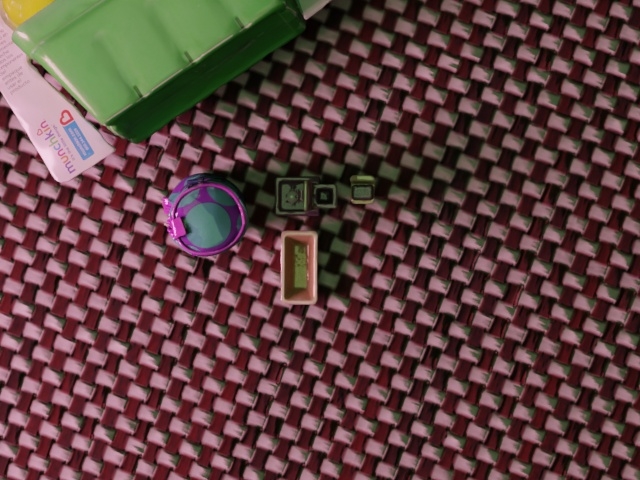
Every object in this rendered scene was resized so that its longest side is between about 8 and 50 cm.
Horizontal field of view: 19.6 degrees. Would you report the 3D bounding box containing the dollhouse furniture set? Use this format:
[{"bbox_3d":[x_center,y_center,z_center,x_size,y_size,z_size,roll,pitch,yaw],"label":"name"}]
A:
[{"bbox_3d":[0.000,0.000,1.612,0.091,0.081,0.114,1,91,6],"label":"dollhouse furniture set"}]

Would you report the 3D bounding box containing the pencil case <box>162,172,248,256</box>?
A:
[{"bbox_3d":[-0.100,-0.024,1.587,0.070,0.151,0.065,-4,95,-4],"label":"pencil case"}]

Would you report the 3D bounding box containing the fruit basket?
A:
[{"bbox_3d":[-0.180,-0.277,1.611,0.327,0.165,0.353,-35,72,5],"label":"fruit basket"}]
